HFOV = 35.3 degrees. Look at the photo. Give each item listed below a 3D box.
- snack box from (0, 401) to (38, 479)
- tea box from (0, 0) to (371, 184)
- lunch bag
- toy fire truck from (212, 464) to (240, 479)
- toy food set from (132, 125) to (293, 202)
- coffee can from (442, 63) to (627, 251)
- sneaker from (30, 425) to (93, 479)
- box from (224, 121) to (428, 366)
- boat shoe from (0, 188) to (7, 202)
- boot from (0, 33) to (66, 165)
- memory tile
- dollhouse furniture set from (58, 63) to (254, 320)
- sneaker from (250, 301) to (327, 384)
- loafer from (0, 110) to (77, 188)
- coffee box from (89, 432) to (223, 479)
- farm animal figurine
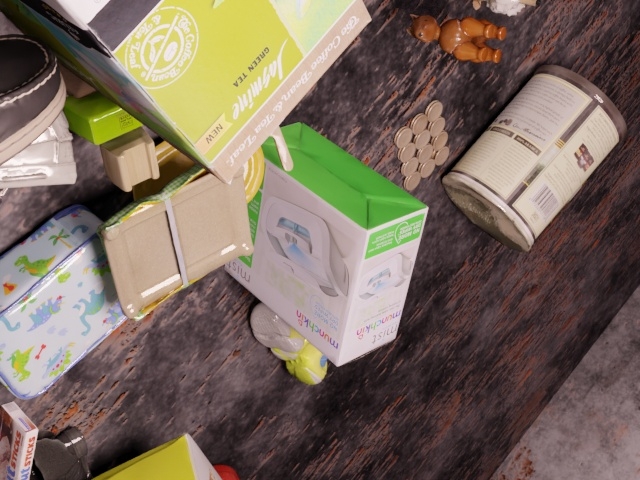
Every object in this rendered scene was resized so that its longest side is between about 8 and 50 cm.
[{"bbox_3d":[-0.416,0.306,1.351,0.022,0.064,0.178,-14,130,-47],"label":"snack box"},{"bbox_3d":[-0.180,-0.272,0.881,0.220,0.329,0.323,-50,146,-6],"label":"tea box"},{"bbox_3d":[-0.329,0.078,1.229,0.219,0.090,0.176,-43,145,-19],"label":"lunch bag"},{"bbox_3d":[-0.238,0.528,1.704,0.253,0.169,0.302,-7,126,-25],"label":"toy fire truck"},{"bbox_3d":[-0.147,-0.095,1.301,0.217,0.071,0.128,-33,110,-14],"label":"toy food set"},{"bbox_3d":[0.381,-0.147,1.797,0.275,0.201,0.201,-48,146,-8],"label":"coffee can"},{"bbox_3d":[-0.377,0.327,1.436,0.089,0.051,0.170,-27,134,-34],"label":"sneaker"},{"bbox_3d":[0.000,0.000,1.409,0.126,0.262,0.231,-20,135,-39],"label":"box"},{"bbox_3d":[-0.388,-0.030,1.056,0.285,0.092,0.103,-44,146,-14],"label":"boat shoe"},{"bbox_3d":[-0.372,-0.172,0.764,0.377,0.138,0.284,-21,139,-32],"label":"boot"},{"bbox_3d":[0.173,-0.160,1.701,0.113,0.012,0.148,-42,144,-18],"label":"memory tile"},{"bbox_3d":[-0.202,-0.088,1.184,0.197,0.151,0.302,-29,138,-25],"label":"dollhouse furniture set"},{"bbox_3d":[-0.036,0.137,1.668,0.126,0.091,0.240,-61,150,-24],"label":"sneaker"},{"bbox_3d":[-0.391,-0.052,0.954,0.319,0.112,0.112,-19,102,-12],"label":"loafer"},{"bbox_3d":[-0.239,0.546,1.401,0.338,0.338,0.334,-26,129,-1],"label":"coffee box"},{"bbox_3d":[0.191,-0.424,1.366,0.327,0.172,0.330,-42,139,-38],"label":"farm animal figurine"}]
